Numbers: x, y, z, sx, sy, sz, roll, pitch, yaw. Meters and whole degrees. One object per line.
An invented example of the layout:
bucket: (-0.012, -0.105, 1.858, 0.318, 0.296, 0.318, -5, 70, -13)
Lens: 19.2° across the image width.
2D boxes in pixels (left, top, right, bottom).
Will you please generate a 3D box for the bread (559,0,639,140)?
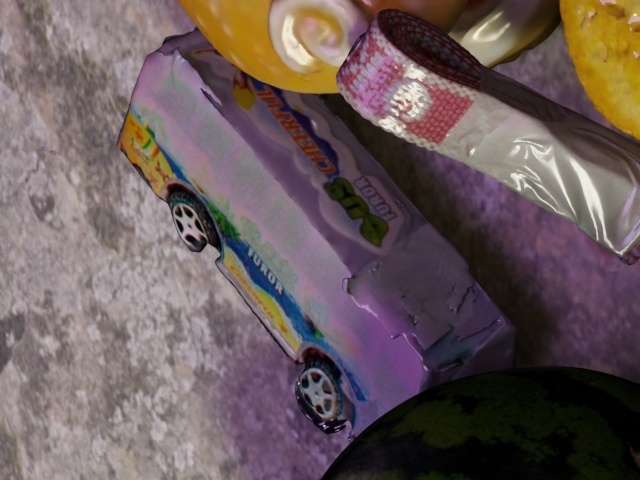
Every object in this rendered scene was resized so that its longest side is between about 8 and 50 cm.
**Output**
bread: (0.198, -0.143, 0.965, 0.139, 0.143, 0.229, 14, 107, 42)

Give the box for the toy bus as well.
toy bus: (0.000, 0.000, 1.207, 0.317, 0.112, 0.138, 49, 148, 23)

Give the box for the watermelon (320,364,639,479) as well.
watermelon: (0.111, 0.214, 1.034, 0.285, 0.285, 0.285, 13, 108, 44)

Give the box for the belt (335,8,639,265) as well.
belt: (0.117, -0.051, 1.026, 0.053, 0.232, 0.071, -56, 19, 30)

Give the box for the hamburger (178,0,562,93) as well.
hamburger: (0.002, -0.217, 1.122, 0.303, 0.186, 0.261, 20, 112, 44)

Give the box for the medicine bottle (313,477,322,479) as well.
medicine bottle: (-0.008, 0.246, 1.263, 0.147, 0.147, 0.143, -46, 63, 41)
